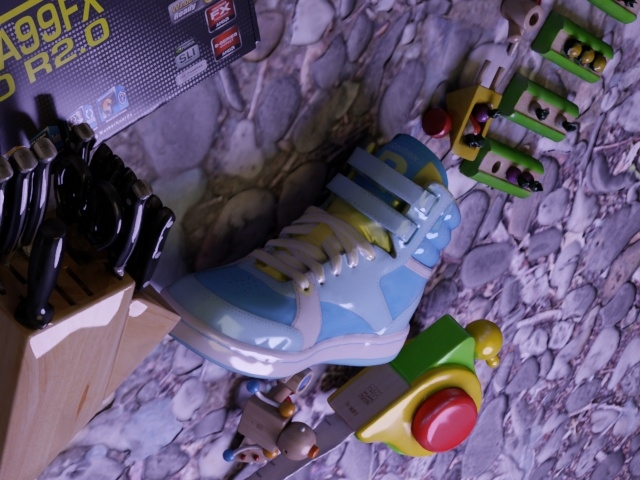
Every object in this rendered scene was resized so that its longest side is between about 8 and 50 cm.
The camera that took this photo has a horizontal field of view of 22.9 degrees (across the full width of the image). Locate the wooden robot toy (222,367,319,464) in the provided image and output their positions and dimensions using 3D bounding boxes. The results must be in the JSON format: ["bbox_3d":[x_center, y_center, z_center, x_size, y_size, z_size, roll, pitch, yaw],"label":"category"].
[{"bbox_3d":[-0.027,0.163,1.453,0.076,0.079,0.173,-34,152,-47],"label":"wooden robot toy"}]

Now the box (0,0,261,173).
[{"bbox_3d":[-0.173,-0.161,1.055,0.270,0.060,0.216,-35,141,-24],"label":"box"}]

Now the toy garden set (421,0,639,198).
[{"bbox_3d":[0.211,-0.158,1.492,0.204,0.049,0.244,17,106,-52],"label":"toy garden set"}]

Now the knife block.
[{"bbox_3d":[-0.211,0.053,1.100,0.275,0.088,0.242,-47,158,4],"label":"knife block"}]

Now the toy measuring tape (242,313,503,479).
[{"bbox_3d":[0.052,0.194,1.565,0.330,0.121,0.121,-38,142,-7],"label":"toy measuring tape"}]

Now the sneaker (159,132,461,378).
[{"bbox_3d":[0.000,0.000,1.331,0.319,0.127,0.208,-1,122,-58],"label":"sneaker"}]
